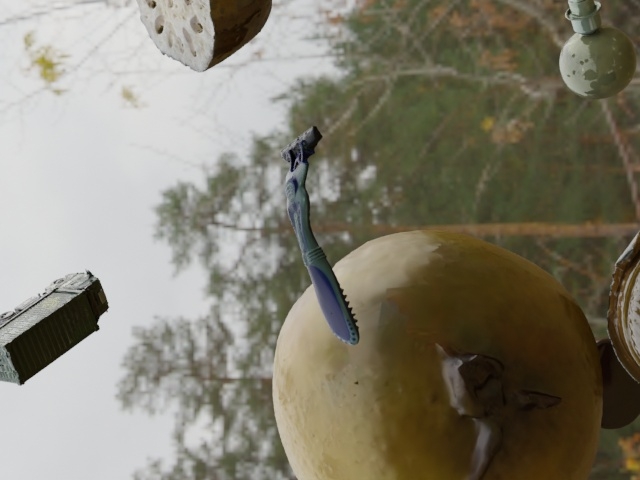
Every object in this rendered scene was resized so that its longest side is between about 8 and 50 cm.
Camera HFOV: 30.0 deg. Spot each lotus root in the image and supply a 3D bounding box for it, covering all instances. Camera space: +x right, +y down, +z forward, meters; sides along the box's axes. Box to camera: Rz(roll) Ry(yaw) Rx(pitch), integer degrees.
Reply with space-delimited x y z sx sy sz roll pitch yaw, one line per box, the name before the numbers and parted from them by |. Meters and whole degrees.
lotus root | -0.099 -0.212 1.002 0.081 0.122 0.112 -33 -42 -25

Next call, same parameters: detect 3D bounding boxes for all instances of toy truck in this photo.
toy truck | -0.471 0.143 2.046 0.259 0.121 0.088 -40 -59 -45

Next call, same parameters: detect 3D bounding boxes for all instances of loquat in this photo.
loquat | 0.109 0.150 1.192 0.359 0.328 0.328 154 118 -73

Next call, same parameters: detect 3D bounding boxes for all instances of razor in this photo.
razor | -0.004 0.000 0.826 0.028 0.044 0.154 -3 -108 -39

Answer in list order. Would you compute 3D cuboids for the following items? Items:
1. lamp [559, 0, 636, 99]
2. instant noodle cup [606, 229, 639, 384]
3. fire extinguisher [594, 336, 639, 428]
lamp | 0.317 -0.246 1.410 0.091 0.091 0.163 -73 -35 -49
instant noodle cup | 0.449 0.079 1.269 0.090 0.274 0.274 -97 -1 -69
fire extinguisher | 0.280 0.188 1.595 0.135 0.337 0.114 -41 -77 -20
